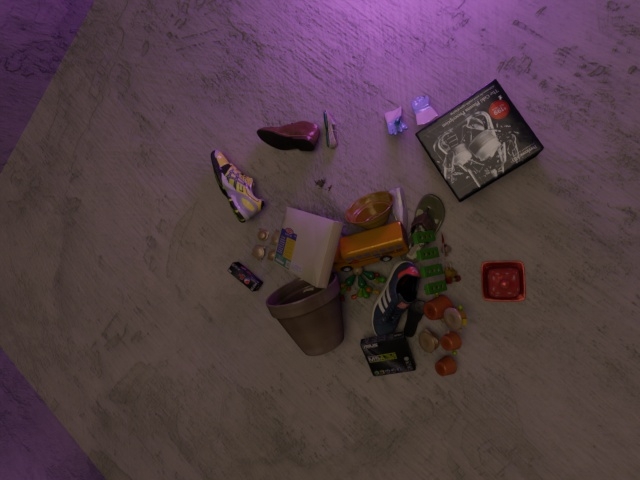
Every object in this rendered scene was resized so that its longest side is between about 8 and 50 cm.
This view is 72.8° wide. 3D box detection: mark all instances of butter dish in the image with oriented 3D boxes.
[{"bbox_3d":[0.706,0.163,1.672,0.160,0.118,0.160,-2,91,20],"label":"butter dish"}]

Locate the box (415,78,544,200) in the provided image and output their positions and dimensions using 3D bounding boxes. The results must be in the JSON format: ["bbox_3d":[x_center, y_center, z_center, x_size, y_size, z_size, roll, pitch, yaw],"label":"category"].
[{"bbox_3d":[0.599,-0.368,1.661,0.343,0.179,0.312,-34,82,17],"label":"box"}]

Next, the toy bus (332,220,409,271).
[{"bbox_3d":[0.194,0.031,1.805,0.333,0.130,0.108,-16,56,20],"label":"toy bus"}]

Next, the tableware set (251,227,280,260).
[{"bbox_3d":[-0.247,0.024,2.047,0.141,0.020,0.168,18,96,16],"label":"tableware set"}]

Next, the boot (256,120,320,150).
[{"bbox_3d":[-0.144,-0.484,1.972,0.306,0.112,0.115,13,66,22],"label":"boot"}]

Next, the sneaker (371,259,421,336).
[{"bbox_3d":[0.312,0.259,1.770,0.131,0.148,0.349,12,103,-18],"label":"sneaker"}]

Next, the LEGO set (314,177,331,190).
[{"bbox_3d":[0.011,-0.252,1.952,0.083,0.023,0.054,43,107,-1],"label":"LEGO set"}]

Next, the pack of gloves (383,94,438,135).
[{"bbox_3d":[0.347,-0.513,1.729,0.195,0.232,0.046,-24,126,19],"label":"pack of gloves"}]

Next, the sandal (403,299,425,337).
[{"bbox_3d":[0.395,0.325,1.830,0.067,0.040,0.179,25,114,22],"label":"sandal"}]

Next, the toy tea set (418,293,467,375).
[{"bbox_3d":[0.509,0.376,1.754,0.200,0.124,0.335,31,124,49],"label":"toy tea set"}]

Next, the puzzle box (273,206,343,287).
[{"bbox_3d":[-0.066,0.014,1.840,0.409,0.052,0.271,23,101,56],"label":"puzzle box"}]

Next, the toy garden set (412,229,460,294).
[{"bbox_3d":[0.458,0.083,1.733,0.049,0.204,0.244,-19,80,54],"label":"toy garden set"}]

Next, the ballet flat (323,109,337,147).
[{"bbox_3d":[0.047,-0.493,1.921,0.053,0.057,0.168,-6,94,-9],"label":"ballet flat"}]

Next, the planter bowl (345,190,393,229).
[{"bbox_3d":[0.220,-0.108,1.821,0.217,0.217,0.090,-20,121,18],"label":"planter bowl"}]

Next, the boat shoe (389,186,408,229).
[{"bbox_3d":[0.323,-0.130,1.826,0.063,0.066,0.184,-10,91,33],"label":"boat shoe"}]

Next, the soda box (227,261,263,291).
[{"bbox_3d":[-0.358,0.172,2.067,0.169,0.060,0.053,38,102,15],"label":"soda box"}]

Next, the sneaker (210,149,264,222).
[{"bbox_3d":[-0.398,-0.268,2.049,0.147,0.145,0.384,-27,79,-13],"label":"sneaker"}]

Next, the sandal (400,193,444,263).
[{"bbox_3d":[0.419,-0.041,1.780,0.120,0.086,0.302,23,99,17],"label":"sandal"}]

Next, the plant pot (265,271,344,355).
[{"bbox_3d":[-0.031,0.323,1.857,0.324,0.323,0.280,-18,103,19],"label":"plant pot"}]

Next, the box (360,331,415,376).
[{"bbox_3d":[0.285,0.481,1.828,0.191,0.045,0.184,-14,115,19],"label":"box"}]

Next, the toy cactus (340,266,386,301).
[{"bbox_3d":[0.165,0.167,1.876,0.219,0.112,0.180,-22,75,27],"label":"toy cactus"}]
